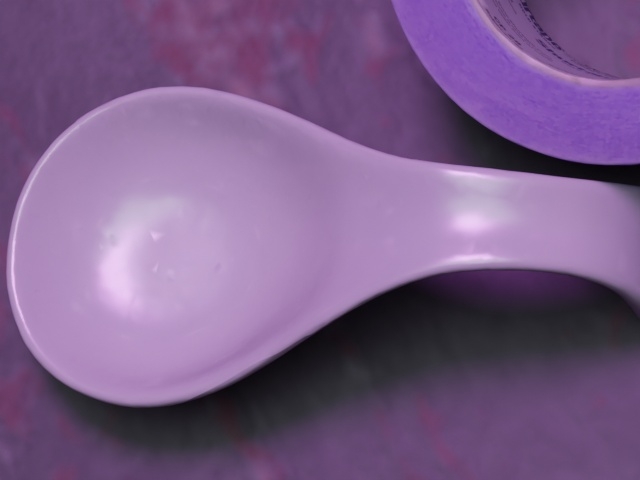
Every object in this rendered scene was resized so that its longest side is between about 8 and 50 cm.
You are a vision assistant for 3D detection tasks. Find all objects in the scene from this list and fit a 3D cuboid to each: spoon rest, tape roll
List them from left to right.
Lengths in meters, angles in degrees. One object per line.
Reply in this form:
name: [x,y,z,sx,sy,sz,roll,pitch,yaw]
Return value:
spoon rest: [0.000,0.000,0.784,0.276,0.084,0.137,-1,74,13]
tape roll: [0.124,-0.124,0.759,0.189,0.080,0.189,2,95,21]
